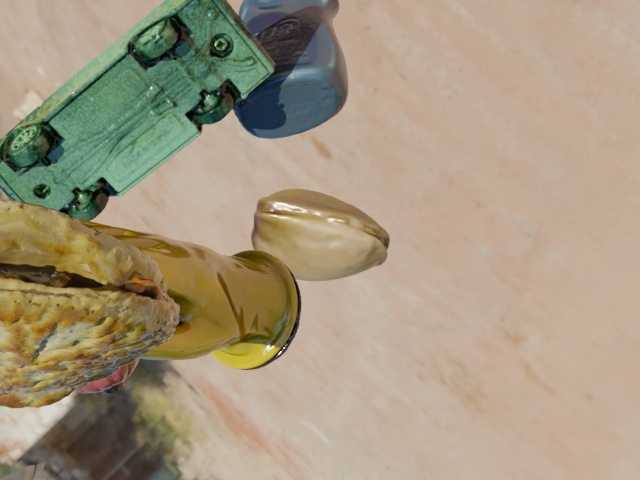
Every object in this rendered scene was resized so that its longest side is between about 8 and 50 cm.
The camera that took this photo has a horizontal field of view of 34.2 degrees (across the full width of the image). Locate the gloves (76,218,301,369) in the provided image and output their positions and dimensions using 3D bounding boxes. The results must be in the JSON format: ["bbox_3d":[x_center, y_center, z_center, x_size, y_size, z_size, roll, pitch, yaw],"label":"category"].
[{"bbox_3d":[-0.147,0.037,0.893,0.133,0.116,0.294,13,175,35],"label":"gloves"}]

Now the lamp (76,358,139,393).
[{"bbox_3d":[-0.289,0.155,1.360,0.107,0.108,0.092,8,124,66],"label":"lamp"}]

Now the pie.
[{"bbox_3d":[-0.193,0.046,0.653,0.205,0.084,0.179,10,148,-29],"label":"pie"}]

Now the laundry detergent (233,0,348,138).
[{"bbox_3d":[-0.044,-0.258,1.305,0.094,0.143,0.289,55,-158,-43],"label":"laundry detergent"}]

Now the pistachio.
[{"bbox_3d":[0.000,0.000,1.895,0.261,0.162,0.212,16,163,14],"label":"pistachio"}]

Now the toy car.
[{"bbox_3d":[-0.211,-0.142,1.146,0.141,0.321,0.097,49,-175,-36],"label":"toy car"}]

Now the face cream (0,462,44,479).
[{"bbox_3d":[-0.432,0.319,1.219,0.070,0.224,0.114,67,169,-10],"label":"face cream"}]
